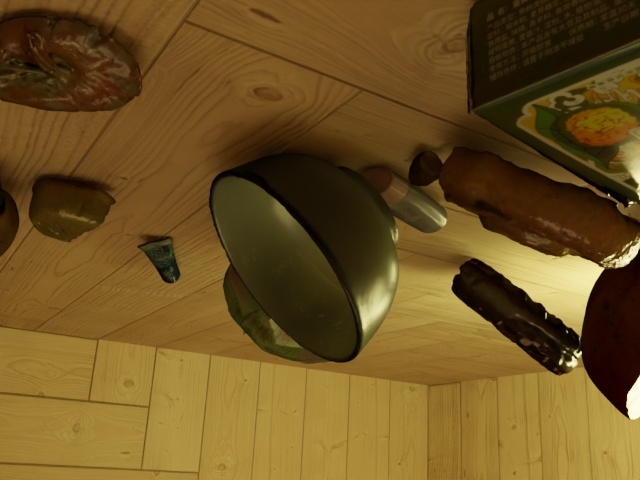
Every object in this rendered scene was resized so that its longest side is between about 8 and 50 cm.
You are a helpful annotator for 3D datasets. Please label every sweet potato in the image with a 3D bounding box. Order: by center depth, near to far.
[{"bbox_3d":[0.161,-0.106,1.101,0.049,0.049,0.117,5,168,-5],"label":"sweet potato"}]

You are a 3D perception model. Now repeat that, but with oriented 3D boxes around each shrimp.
[{"bbox_3d":[-0.364,-0.215,0.854,0.294,0.062,0.154,-1,149,5],"label":"shrimp"}]

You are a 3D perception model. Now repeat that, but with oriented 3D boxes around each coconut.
[{"bbox_3d":[-0.037,0.102,1.404,0.328,0.281,0.328,33,152,20],"label":"coconut"}]

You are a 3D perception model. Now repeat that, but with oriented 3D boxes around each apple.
[{"bbox_3d":[0.655,0.152,1.346,0.295,0.328,0.365,-1,140,7],"label":"apple"}]

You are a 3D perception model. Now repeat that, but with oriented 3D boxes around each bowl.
[{"bbox_3d":[0.000,0.000,1.122,0.185,0.354,0.354,-37,179,-26],"label":"bowl"}]

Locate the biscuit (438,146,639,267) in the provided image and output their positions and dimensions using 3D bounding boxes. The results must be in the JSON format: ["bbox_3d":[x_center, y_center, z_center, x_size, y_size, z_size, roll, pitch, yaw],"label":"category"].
[{"bbox_3d":[0.305,-0.040,0.997,0.296,0.102,0.296,25,-174,-3],"label":"biscuit"}]

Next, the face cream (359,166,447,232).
[{"bbox_3d":[0.143,-0.069,1.200,0.084,0.057,0.198,-2,160,38],"label":"face cream"}]

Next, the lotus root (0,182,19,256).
[{"bbox_3d":[-0.641,-0.038,1.264,0.310,0.182,0.183,-21,151,39],"label":"lotus root"}]

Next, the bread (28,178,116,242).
[{"bbox_3d":[-0.468,-0.061,1.280,0.156,0.086,0.125,-16,147,38],"label":"bread"}]

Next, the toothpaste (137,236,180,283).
[{"bbox_3d":[-0.370,0.050,1.659,0.069,0.047,0.268,15,158,4],"label":"toothpaste"}]

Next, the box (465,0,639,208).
[{"bbox_3d":[0.418,-0.181,0.690,0.373,0.138,0.420,19,156,-39],"label":"box"}]

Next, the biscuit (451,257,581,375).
[{"bbox_3d":[0.427,0.164,1.524,0.332,0.103,0.332,39,-177,-2],"label":"biscuit"}]
